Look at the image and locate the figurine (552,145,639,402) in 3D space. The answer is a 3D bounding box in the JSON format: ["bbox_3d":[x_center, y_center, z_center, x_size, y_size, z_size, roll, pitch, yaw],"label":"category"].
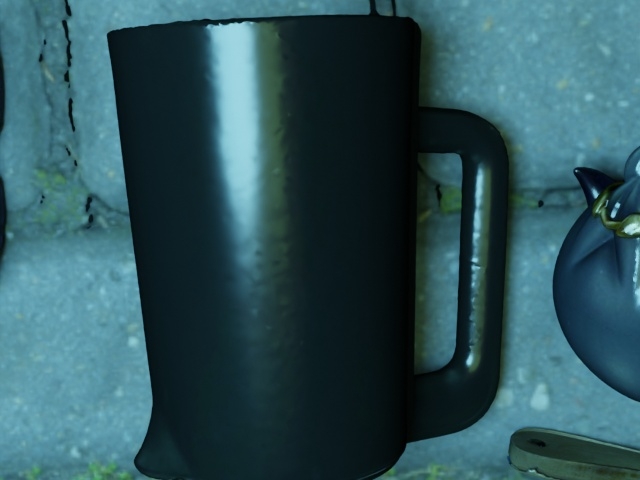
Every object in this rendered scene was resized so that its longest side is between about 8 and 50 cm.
[{"bbox_3d":[0.273,-0.009,0.744,0.197,0.175,0.265,21,90,-6],"label":"figurine"}]

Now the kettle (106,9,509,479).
[{"bbox_3d":[-0.013,0.000,0.778,0.203,0.262,0.308,4,101,40],"label":"kettle"}]

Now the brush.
[{"bbox_3d":[0.300,0.200,0.815,0.327,0.070,0.065,11,107,5],"label":"brush"}]

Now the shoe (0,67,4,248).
[{"bbox_3d":[-0.316,-0.082,0.818,0.137,0.095,0.245,1,102,2],"label":"shoe"}]
